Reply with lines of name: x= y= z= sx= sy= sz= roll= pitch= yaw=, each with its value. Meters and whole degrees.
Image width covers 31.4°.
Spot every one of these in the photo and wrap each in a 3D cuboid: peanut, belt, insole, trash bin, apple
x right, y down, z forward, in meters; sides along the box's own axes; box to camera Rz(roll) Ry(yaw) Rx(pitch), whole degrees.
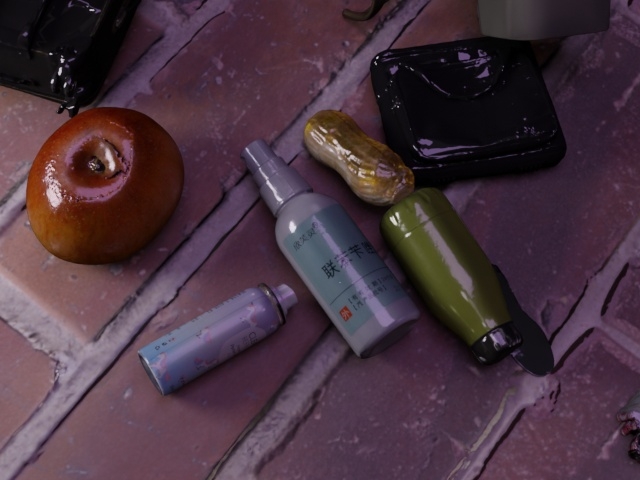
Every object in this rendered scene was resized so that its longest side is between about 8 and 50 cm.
peanut: x=0.055 y=-0.120 z=1.683 sx=0.087 sy=0.087 sz=0.207 roll=-40 pitch=61 yaw=-19
belt: x=0.491 y=0.207 z=1.614 sx=0.071 sy=0.053 sz=0.232 roll=36 pitch=69 yaw=2
insole: x=0.280 y=0.115 z=1.659 sx=0.064 sy=0.004 sz=0.188 roll=-23 pitch=71 yaw=-14
trash bin: x=0.331 y=-0.437 z=1.712 sx=0.219 sy=0.220 sz=0.250 roll=-9 pitch=106 yaw=-17
apple: x=-0.305 y=-0.081 z=1.601 sx=0.210 sy=0.173 sz=0.235 roll=17 pitch=68 yaw=3

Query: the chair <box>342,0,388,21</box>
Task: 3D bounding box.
chair: x=0.103 y=-0.494 z=1.810 sx=0.166 sy=0.188 sz=0.272 roll=37 pitch=66 yaw=11

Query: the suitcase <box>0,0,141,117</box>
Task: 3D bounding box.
suitcase: x=-0.403 y=-0.398 z=1.714 sx=0.283 sy=0.194 sz=0.434 roll=16 pitch=67 yaw=2

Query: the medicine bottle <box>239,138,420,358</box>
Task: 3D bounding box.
medicine bottle: x=0.000 y=0.000 z=1.626 sx=0.110 sy=0.110 sz=0.352 roll=-31 pitch=73 yaw=-16

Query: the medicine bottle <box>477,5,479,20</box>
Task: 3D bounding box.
medicine bottle: x=0.351 y=-0.388 z=1.855 sx=0.191 sy=0.051 sz=0.051 roll=-10 pitch=68 yaw=-9

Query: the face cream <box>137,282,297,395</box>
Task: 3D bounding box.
face cream: x=-0.137 y=0.128 z=1.580 sx=0.229 sy=0.075 sz=0.075 roll=-30 pitch=73 yaw=-15

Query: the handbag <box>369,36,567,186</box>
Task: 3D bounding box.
handbag: x=0.227 y=-0.209 z=1.754 sx=0.275 sy=0.088 sz=0.244 roll=-10 pitch=64 yaw=-8

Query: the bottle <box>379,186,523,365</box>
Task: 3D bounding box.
bottle: x=0.191 y=0.054 z=1.619 sx=0.112 sy=0.112 sz=0.260 roll=-27 pitch=72 yaw=-15
